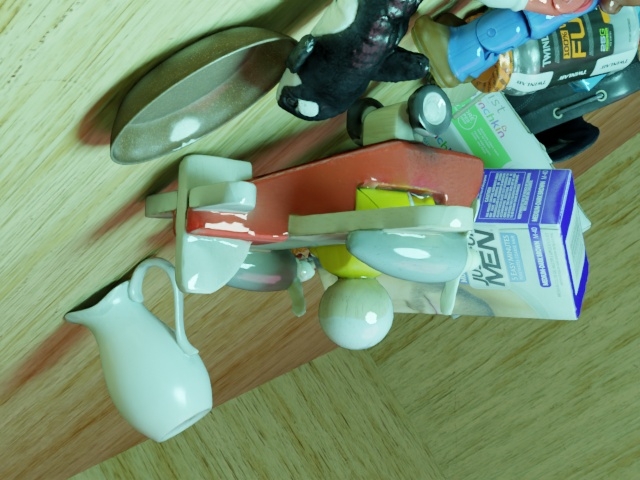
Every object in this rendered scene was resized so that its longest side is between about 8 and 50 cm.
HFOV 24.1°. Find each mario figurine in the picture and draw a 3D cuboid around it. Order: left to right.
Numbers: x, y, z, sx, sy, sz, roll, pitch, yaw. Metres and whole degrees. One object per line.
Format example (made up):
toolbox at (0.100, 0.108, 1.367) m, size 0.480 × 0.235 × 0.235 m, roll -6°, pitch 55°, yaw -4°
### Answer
mario figurine at (0.248, -0.291, 1.583) m, size 0.321 × 0.170 × 0.198 m, roll -26°, pitch -145°, yaw 20°

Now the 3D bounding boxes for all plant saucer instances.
plant saucer at (-0.110, -0.137, 1.350) m, size 0.199 × 0.036 × 0.198 m, roll -31°, pitch 170°, yaw -6°

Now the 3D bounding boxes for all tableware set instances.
tableware set at (0.216, -0.242, 1.866) m, size 0.194 × 0.039 × 0.128 m, roll -38°, pitch 156°, yaw -1°

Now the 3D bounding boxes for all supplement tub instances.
supplement tub at (0.266, -0.237, 1.760) m, size 0.190 × 0.117 × 0.117 m, roll -17°, pitch 166°, yaw -21°

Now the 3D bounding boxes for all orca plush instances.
orca plush at (0.068, -0.194, 1.326) m, size 0.287 × 0.102 × 0.151 m, roll -50°, pitch 177°, yaw 25°

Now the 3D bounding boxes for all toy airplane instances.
toy airplane at (0.000, 0.000, 1.686) m, size 0.384 × 0.272 × 0.386 m, roll -14°, pitch -172°, yaw 9°

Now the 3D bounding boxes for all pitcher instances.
pitcher at (-0.214, 0.140, 1.948) m, size 0.178 × 0.207 × 0.125 m, roll -39°, pitch 169°, yaw 30°

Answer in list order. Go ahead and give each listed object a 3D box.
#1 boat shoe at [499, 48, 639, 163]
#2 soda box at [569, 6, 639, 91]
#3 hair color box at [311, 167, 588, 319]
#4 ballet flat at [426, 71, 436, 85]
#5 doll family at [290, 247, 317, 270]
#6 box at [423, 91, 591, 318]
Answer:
boat shoe at (0.311, -0.174, 2.193) m, size 0.187 × 0.156 × 0.500 m, roll -29°, pitch 172°, yaw -30°
soda box at (0.392, -0.288, 1.944) m, size 0.210 × 0.071 × 0.067 m, roll -43°, pitch -172°, yaw -1°
hair color box at (0.161, 0.003, 1.936) m, size 0.339 × 0.185 × 0.110 m, roll 2°, pitch -132°, yaw 21°
ballet flat at (0.159, -0.195, 1.924) m, size 0.041 × 0.041 × 0.114 m, roll -32°, pitch 171°, yaw -2°
doll family at (0.016, -0.008, 2.313) m, size 0.263 × 0.118 × 0.163 m, roll -16°, pitch -177°, yaw 20°
box at (0.217, -0.061, 2.130) m, size 0.127 × 0.262 × 0.231 m, roll -27°, pitch 171°, yaw -35°
